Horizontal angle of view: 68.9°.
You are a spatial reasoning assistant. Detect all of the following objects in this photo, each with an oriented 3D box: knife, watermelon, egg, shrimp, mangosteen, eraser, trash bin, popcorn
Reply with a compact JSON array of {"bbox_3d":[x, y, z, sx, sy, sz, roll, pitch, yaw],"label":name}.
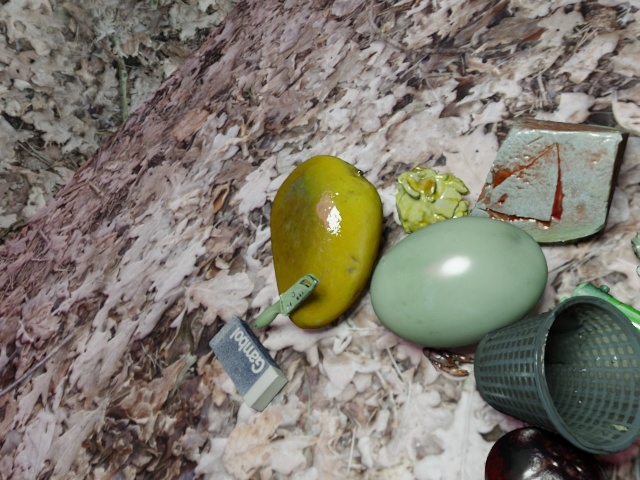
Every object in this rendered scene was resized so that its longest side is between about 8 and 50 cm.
[{"bbox_3d":[-0.075,0.131,0.917,0.293,0.020,0.043,-45,62,49],"label":"knife"},{"bbox_3d":[0.381,-0.144,0.785,0.213,0.201,0.262,14,65,33],"label":"watermelon"},{"bbox_3d":[0.214,0.067,0.755,0.282,0.203,0.203,-17,52,24],"label":"egg"},{"bbox_3d":[0.213,0.205,0.784,0.092,0.029,0.038,4,62,34],"label":"shrimp"},{"bbox_3d":[0.282,0.317,0.588,0.152,0.152,0.152,-19,51,25],"label":"mangosteen"},{"bbox_3d":[-0.159,0.259,1.005,0.092,0.046,0.212,-48,45,-1],"label":"eraser"},{"bbox_3d":[0.289,0.169,0.597,0.161,0.175,0.175,-38,29,64],"label":"trash bin"},{"bbox_3d":[0.212,-0.067,0.898,0.141,0.162,0.135,22,87,25],"label":"popcorn"}]

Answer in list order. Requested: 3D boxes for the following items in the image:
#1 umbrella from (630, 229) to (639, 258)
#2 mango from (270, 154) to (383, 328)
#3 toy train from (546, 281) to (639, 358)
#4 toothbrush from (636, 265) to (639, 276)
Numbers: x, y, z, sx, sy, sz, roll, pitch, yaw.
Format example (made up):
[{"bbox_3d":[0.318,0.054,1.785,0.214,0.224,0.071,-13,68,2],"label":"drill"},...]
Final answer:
[{"bbox_3d":[0.534,-0.010,0.677,0.143,0.062,0.067,-28,82,31],"label":"umbrella"},{"bbox_3d":[0.000,0.000,0.964,0.253,0.182,0.365,0,72,41],"label":"mango"},{"bbox_3d":[0.435,0.148,0.630,0.119,0.085,0.251,-45,46,-7],"label":"toy train"},{"bbox_3d":[0.595,0.040,0.623,0.288,0.026,0.024,-2,56,36],"label":"toothbrush"}]
